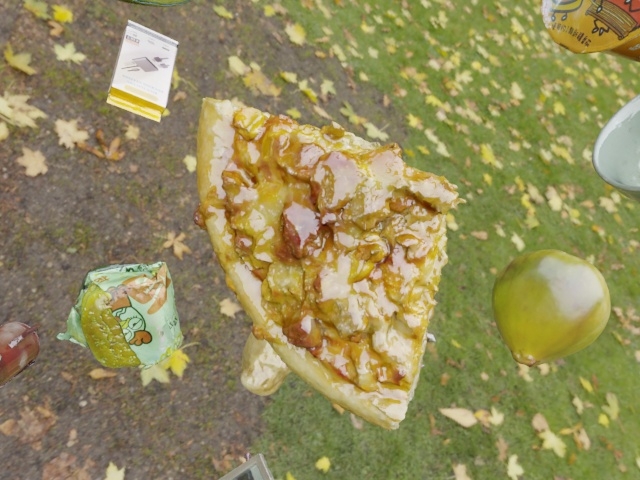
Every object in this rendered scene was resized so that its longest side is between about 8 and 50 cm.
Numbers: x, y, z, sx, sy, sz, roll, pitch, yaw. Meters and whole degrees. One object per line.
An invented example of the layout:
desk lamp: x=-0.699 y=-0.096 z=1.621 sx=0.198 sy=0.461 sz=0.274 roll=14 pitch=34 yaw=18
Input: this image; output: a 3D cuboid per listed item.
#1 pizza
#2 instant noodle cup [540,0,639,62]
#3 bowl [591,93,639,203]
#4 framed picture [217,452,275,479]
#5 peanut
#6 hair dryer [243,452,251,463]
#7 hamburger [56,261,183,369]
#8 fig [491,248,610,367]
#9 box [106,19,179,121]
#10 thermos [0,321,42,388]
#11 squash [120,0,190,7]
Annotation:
pizza: x=0.008 y=-0.001 z=0.495 sx=0.335 sy=0.226 sz=0.086 roll=61 pitch=28 yaw=4
instant noodle cup: x=0.418 y=-0.319 z=0.725 sx=0.172 sy=0.216 sz=0.215 roll=8 pitch=54 yaw=-30
bowl: x=0.649 y=-0.153 z=1.014 sx=0.146 sy=0.289 sz=0.289 roll=44 pitch=34 yaw=-27
framed picture: x=-0.138 y=0.626 z=1.163 sx=0.315 sy=0.232 sz=0.024 roll=59 pitch=15 yaw=25
peanut: x=-0.054 y=0.195 z=1.118 sx=0.253 sy=0.122 sz=0.137 roll=-28 pitch=78 yaw=-27
hair dryer: x=-0.162 y=0.594 z=1.419 sx=0.154 sy=0.106 sz=0.054 roll=63 pitch=0 yaw=35
hamburger: x=-0.389 y=0.156 z=1.118 sx=0.235 sy=0.214 sz=0.125 roll=-8 pitch=18 yaw=-17
fig: x=0.286 y=0.081 z=0.725 sx=0.121 sy=0.136 sz=0.153 roll=-31 pitch=124 yaw=-39
box: x=-0.408 y=-0.396 z=1.344 sx=0.129 sy=0.033 sz=0.247 roll=18 pitch=55 yaw=-28
thermos: x=-0.570 y=0.202 z=1.041 sx=0.099 sy=0.124 sz=0.232 roll=49 pitch=5 yaw=-8
squash: x=-0.356 y=-0.555 z=1.260 sx=0.341 sy=0.094 sz=0.094 roll=-26 pitch=83 yaw=-52
